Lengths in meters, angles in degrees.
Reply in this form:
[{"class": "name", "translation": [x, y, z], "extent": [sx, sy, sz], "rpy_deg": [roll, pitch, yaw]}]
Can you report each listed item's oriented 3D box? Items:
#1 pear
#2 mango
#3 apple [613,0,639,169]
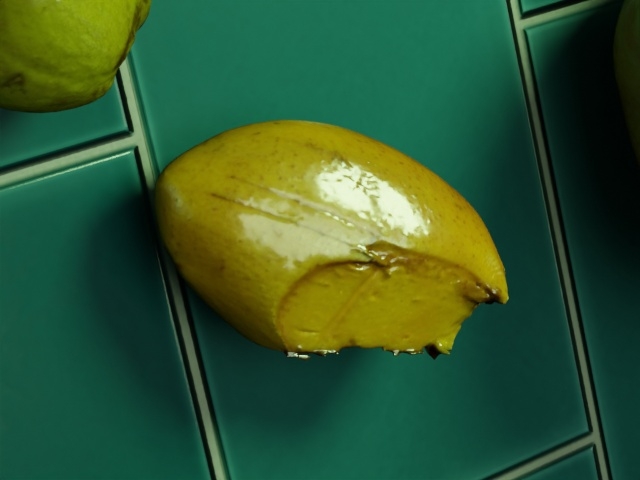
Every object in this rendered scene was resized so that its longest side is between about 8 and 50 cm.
[{"class": "pear", "translation": [-0.178, -0.154, 1.146], "extent": [0.162, 0.149, 0.149], "rpy_deg": [34, 75, -25]}, {"class": "mango", "translation": [0.000, 0.000, 1.287], "extent": [0.252, 0.126, 0.153], "rpy_deg": [18, 95, -26]}, {"class": "apple", "translation": [0.403, -0.114, 1.394], "extent": [0.347, 0.391, 0.391], "rpy_deg": [-8, 99, -8]}]
